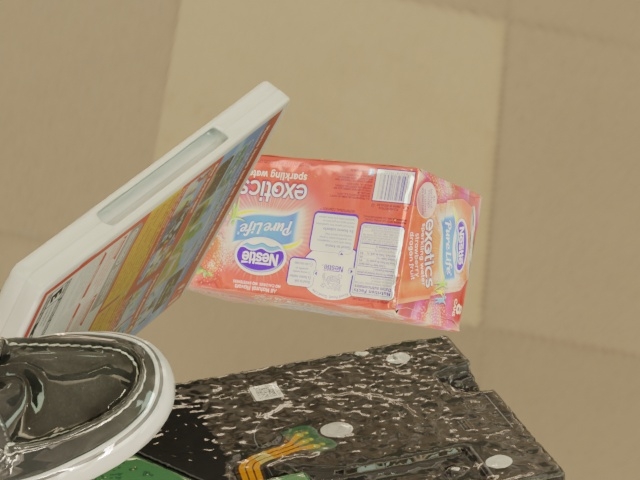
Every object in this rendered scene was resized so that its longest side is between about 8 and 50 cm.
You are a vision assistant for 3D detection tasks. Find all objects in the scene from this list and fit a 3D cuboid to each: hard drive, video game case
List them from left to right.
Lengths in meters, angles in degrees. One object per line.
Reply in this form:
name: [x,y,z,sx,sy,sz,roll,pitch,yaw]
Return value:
video game case: [-0.135,0.027,1.257,0.025,0.204,0.285,38,39,9]
hard drive: [-0.036,0.159,1.296,0.339,0.237,0.064,-9,111,-14]

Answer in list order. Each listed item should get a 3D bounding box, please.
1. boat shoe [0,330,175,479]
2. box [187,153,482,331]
boat shoe: [-0.188,0.081,0.956,0.228,0.076,0.080,-7,67,6]
box: [0.000,0.000,2.066,0.300,0.142,0.154,5,82,34]
